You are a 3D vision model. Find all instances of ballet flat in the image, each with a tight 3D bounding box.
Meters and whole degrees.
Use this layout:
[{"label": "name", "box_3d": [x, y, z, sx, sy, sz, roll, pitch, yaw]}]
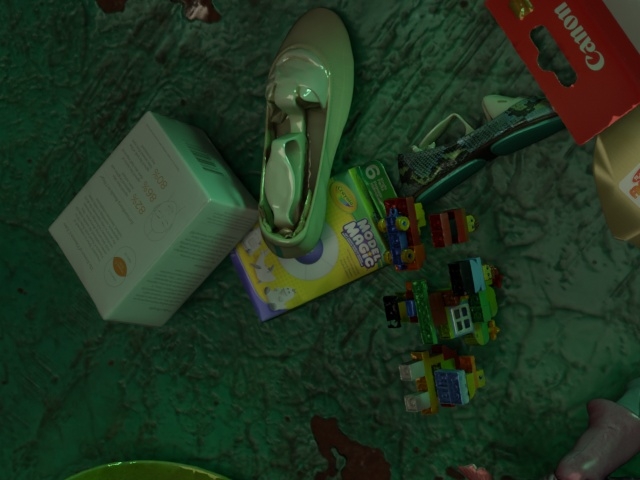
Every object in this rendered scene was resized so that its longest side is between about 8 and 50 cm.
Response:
[{"label": "ballet flat", "box_3d": [0.152, -0.101, 1.383, 0.188, 0.070, 0.070, -29, 90, 16]}, {"label": "ballet flat", "box_3d": [-0.021, -0.107, 1.395, 0.086, 0.086, 0.249, 4, 86, 16]}]

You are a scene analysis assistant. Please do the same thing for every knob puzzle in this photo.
[{"label": "knob puzzle", "box_3d": [0.338, -0.073, 1.345, 0.213, 0.030, 0.213, 3, 100, 17]}]

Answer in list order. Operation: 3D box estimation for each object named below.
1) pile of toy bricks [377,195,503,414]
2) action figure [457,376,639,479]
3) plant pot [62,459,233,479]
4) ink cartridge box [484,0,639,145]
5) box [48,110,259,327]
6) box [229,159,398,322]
[{"label": "pile of toy bricks", "box_3d": [0.133, 0.056, 1.395, 0.118, 0.105, 0.212, -3, 98, 49]}, {"label": "action figure", "box_3d": [0.293, 0.277, 1.303, 0.370, 0.276, 0.248, 6, 107, 2]}, {"label": "plant pot", "box_3d": [-0.180, 0.425, 1.482, 0.274, 0.275, 0.294, 19, 119, 13]}, {"label": "ink cartridge box", "box_3d": [0.271, -0.222, 1.296, 0.224, 0.056, 0.181, -35, 67, 15]}, {"label": "box", "box_3d": [-0.165, -0.019, 1.454, 0.170, 0.091, 0.130, -47, 60, 19]}, {"label": "box", "box_3d": [0.000, 0.000, 1.455, 0.179, 0.043, 0.105, -26, 90, 17]}]
